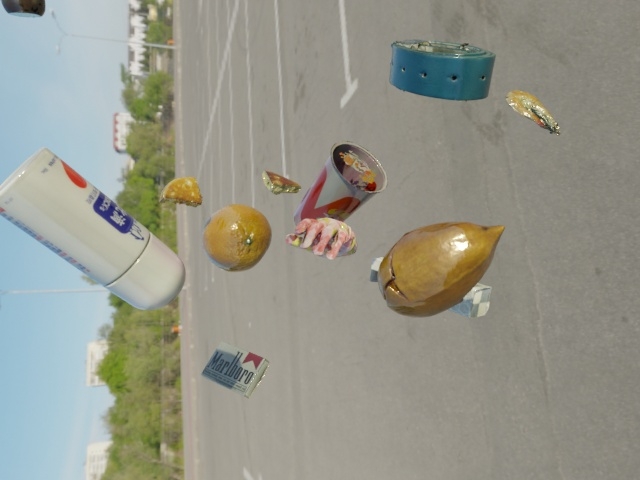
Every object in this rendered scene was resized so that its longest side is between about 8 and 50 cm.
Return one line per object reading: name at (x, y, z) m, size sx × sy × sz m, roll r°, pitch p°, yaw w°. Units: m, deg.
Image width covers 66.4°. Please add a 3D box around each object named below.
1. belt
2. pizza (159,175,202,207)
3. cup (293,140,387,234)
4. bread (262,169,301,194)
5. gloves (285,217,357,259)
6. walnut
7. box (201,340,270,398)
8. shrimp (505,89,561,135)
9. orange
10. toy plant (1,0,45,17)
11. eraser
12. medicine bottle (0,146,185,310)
belt at (0.416, -0.616, 1.738) m, size 0.436 × 0.301 × 0.172 m, roll -137°, pitch 42°, yaw -55°
pizza at (-0.450, -0.154, 1.625) m, size 0.041 × 0.131 × 0.178 m, roll -56°, pitch 8°, yaw 41°
cup at (0.044, -0.134, 1.501) m, size 0.288 × 0.203 × 0.202 m, roll -47°, pitch 44°, yaw 42°
bread at (-0.164, -0.212, 1.765) m, size 0.136 × 0.154 × 0.054 m, roll 39°, pitch 113°, yaw 27°
gloves at (0.006, -0.010, 1.377) m, size 0.145 × 0.241 × 0.126 m, roll 22°, pitch 83°, yaw 35°
walnut at (0.283, 0.052, 1.160) m, size 0.336 × 0.209 × 0.208 m, roll -35°, pitch 48°, yaw 23°
box at (-0.241, 0.361, 1.378) m, size 0.178 × 0.115 × 0.035 m, roll 12°, pitch 148°, yaw 35°
shrimp at (0.595, -0.354, 1.366) m, size 0.190 × 0.101 × 0.042 m, roll 51°, pitch 150°, yaw 21°
orange at (-0.299, -0.008, 1.765) m, size 0.264 × 0.265 × 0.263 m, roll 180°, pitch 90°, yaw -71°
toy plant at (-0.639, -0.566, 1.039) m, size 0.093 × 0.093 × 0.162 m, roll -141°, pitch 50°, yaw -66°
eraser at (0.339, 0.142, 1.578) m, size 0.404 × 0.098 × 0.096 m, roll 16°, pitch 104°, yaw 47°
medicine bottle at (-0.385, 0.000, 0.863) m, size 0.130 × 0.341 × 0.130 m, roll -29°, pitch 33°, yaw 22°
